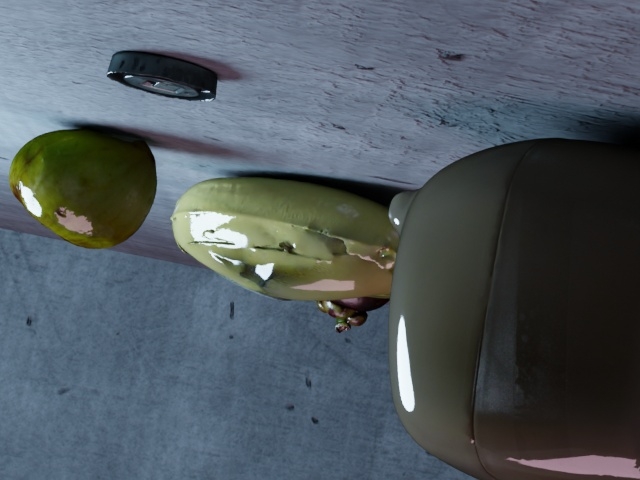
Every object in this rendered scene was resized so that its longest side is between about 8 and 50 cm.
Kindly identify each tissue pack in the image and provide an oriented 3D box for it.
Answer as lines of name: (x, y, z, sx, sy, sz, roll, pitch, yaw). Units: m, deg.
tissue pack: (0.220, 0.073, 1.185, 0.276, 0.268, 0.387, 3, 172, 36)

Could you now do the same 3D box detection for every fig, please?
fig: (-0.246, -0.054, 1.611, 0.153, 0.121, 0.136, 11, 179, -1)

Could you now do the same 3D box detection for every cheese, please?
cheese: (0.000, 0.000, 1.715, 0.259, 0.128, 0.315, 5, -175, -38)

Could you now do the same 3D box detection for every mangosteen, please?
mangosteen: (0.042, 0.059, 2.127, 0.140, 0.140, 0.140, 11, 175, 1)

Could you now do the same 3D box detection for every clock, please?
clock: (-0.118, -0.122, 1.171, 0.085, 0.017, 0.085, 11, 175, 1)

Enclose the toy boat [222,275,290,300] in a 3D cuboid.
toy boat: (-0.079, 0.015, 2.063, 0.141, 0.092, 0.319, 45, -176, 17)
